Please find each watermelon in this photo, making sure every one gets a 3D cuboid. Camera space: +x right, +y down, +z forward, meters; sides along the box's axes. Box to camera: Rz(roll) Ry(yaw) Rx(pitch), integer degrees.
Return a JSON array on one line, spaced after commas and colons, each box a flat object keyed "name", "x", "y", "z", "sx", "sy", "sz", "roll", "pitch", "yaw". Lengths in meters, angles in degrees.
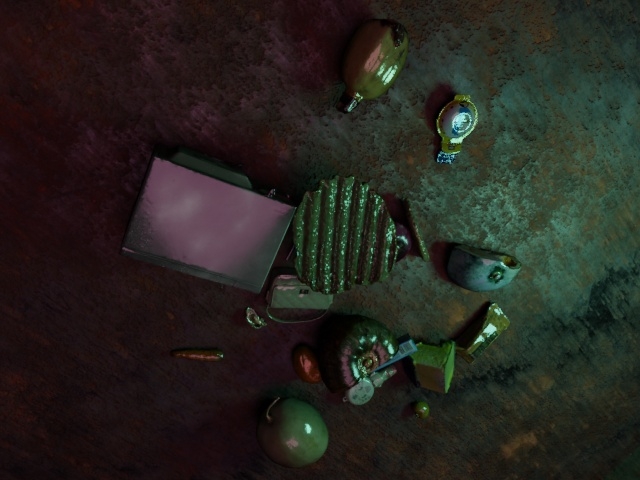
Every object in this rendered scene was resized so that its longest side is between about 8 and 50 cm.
[{"name": "watermelon", "x": 0.643, "y": 0.136, "z": 1.920, "sx": 0.322, "sy": 0.175, "sz": 0.188, "roll": 8, "pitch": 108, "yaw": -18}]

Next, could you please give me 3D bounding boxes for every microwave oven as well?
[{"name": "microwave oven", "x": -0.343, "y": -0.076, "z": 1.520, "sx": 0.432, "sy": 0.236, "sz": 0.374, "roll": 19, "pitch": 105, "yaw": -22}]

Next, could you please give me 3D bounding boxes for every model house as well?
[{"name": "model house", "x": 0.436, "y": 0.506, "z": 2.036, "sx": 0.212, "sy": 0.170, "sz": 0.193, "roll": 6, "pitch": 133, "yaw": 26}]

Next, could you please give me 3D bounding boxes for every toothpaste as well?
[{"name": "toothpaste", "x": 0.253, "y": 0.462, "z": 1.974, "sx": 0.267, "sy": 0.050, "sz": 0.065, "roll": -30, "pitch": 111, "yaw": 11}]

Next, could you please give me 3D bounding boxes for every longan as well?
[{"name": "longan", "x": 0.436, "y": 0.744, "z": 2.157, "sx": 0.083, "sy": 0.075, "sz": 0.075, "roll": -40, "pitch": 122, "yaw": -37}]

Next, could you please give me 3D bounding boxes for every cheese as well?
[{"name": "cheese", "x": 0.470, "y": -0.385, "z": 1.727, "sx": 0.157, "sy": 0.064, "sz": 0.250, "roll": -2, "pitch": 124, "yaw": -14}]

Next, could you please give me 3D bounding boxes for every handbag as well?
[{"name": "handbag", "x": -0.075, "y": 0.212, "z": 1.803, "sx": 0.256, "sy": 0.079, "sz": 0.219, "roll": 4, "pitch": 113, "yaw": -16}]

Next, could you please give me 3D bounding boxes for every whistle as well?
[{"name": "whistle", "x": 0.199, "y": 0.589, "z": 2.037, "sx": 0.258, "sy": 0.067, "sz": 0.126, "roll": -29, "pitch": 110, "yaw": -8}]

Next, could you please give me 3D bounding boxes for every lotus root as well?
[{"name": "lotus root", "x": 0.149, "y": -0.529, "z": 1.521, "sx": 0.183, "sy": 0.183, "sz": 0.309, "roll": 23, "pitch": 106, "yaw": -23}]

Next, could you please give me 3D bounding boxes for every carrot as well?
[{"name": "carrot", "x": -0.448, "y": 0.418, "z": 1.794, "sx": 0.191, "sy": 0.047, "sz": 0.047, "roll": 6, "pitch": 109, "yaw": -17}]

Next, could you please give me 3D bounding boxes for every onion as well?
[{"name": "onion", "x": 0.242, "y": 0.009, "z": 1.772, "sx": 0.177, "sy": 0.153, "sz": 0.177, "roll": -31, "pitch": 148, "yaw": -22}]

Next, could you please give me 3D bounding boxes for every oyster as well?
[{"name": "oyster", "x": -0.245, "y": 0.285, "z": 1.816, "sx": 0.081, "sy": 0.038, "sz": 0.083, "roll": -11, "pitch": 86, "yaw": -38}]

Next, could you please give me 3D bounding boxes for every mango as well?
[{"name": "mango", "x": -0.049, "y": 0.487, "z": 1.910, "sx": 0.115, "sy": 0.089, "sz": 0.165, "roll": -45, "pitch": 113, "yaw": 2}]

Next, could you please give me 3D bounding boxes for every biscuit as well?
[{"name": "biscuit", "x": 0.351, "y": -0.019, "z": 1.798, "sx": 0.038, "sy": 0.141, "sz": 0.289, "roll": -19, "pitch": 119, "yaw": 11}]

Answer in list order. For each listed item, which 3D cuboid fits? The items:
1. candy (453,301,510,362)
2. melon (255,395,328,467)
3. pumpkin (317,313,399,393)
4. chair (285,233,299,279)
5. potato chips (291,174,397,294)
[{"name": "candy", "x": 0.680, "y": 0.394, "z": 2.080, "sx": 0.271, "sy": 0.101, "sz": 0.143, "roll": -46, "pitch": 110, "yaw": -2}, {"name": "melon", "x": -0.107, "y": 0.743, "z": 1.906, "sx": 0.308, "sy": 0.272, "sz": 0.271, "roll": 27, "pitch": 102, "yaw": -15}, {"name": "pumpkin", "x": 0.115, "y": 0.397, "z": 1.872, "sx": 0.325, "sy": 0.242, "sz": 0.232, "roll": -30, "pitch": 89, "yaw": -23}, {"name": "chair", "x": 0.000, "y": 0.000, "z": 1.693, "sx": 0.173, "sy": 0.158, "sz": 0.246, "roll": 6, "pitch": 111, "yaw": -21}, {"name": "potato chips", "x": 0.079, "y": -0.008, "z": 1.589, "sx": 0.359, "sy": 0.070, "sz": 0.429, "roll": -7, "pitch": 116, "yaw": -16}]
